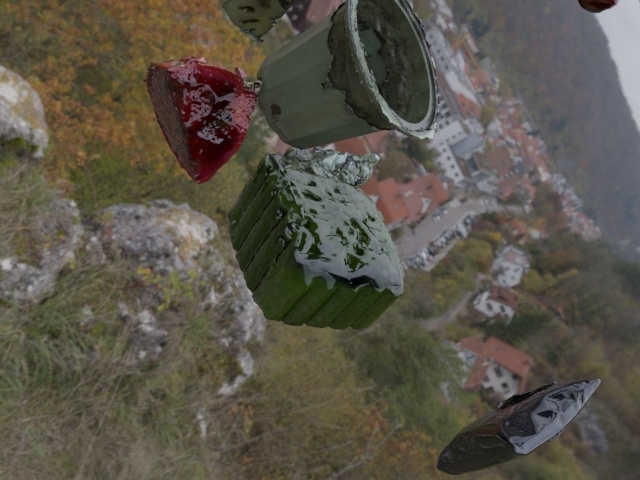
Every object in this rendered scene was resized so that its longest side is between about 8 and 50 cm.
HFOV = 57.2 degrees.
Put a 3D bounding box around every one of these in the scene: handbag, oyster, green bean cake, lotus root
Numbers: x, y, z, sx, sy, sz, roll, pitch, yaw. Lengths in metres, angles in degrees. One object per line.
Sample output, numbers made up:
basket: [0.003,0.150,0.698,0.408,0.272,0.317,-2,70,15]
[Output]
handbag: [0.323,0.310,0.979,0.211,0.254,0.088,-25,73,-26]
oyster: [0.016,-0.204,1.663,0.162,0.351,0.158,-60,136,-33]
green bean cake: [0.000,0.000,1.216,0.319,0.218,0.335,9,46,-36]
lotus root: [-0.062,-0.331,0.710,0.070,0.143,0.144,24,70,-20]

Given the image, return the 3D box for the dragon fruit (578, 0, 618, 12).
dragon fruit: [0.369,-0.447,0.821,0.269,0.200,0.198,17,52,-12]

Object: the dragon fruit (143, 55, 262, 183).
dragon fruit: [-0.217,-0.267,1.143,0.134,0.212,0.262,47,-29,36]

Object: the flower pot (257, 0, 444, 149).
flower pot: [0.041,-0.279,1.031,0.290,0.259,0.290,25,58,-49]
